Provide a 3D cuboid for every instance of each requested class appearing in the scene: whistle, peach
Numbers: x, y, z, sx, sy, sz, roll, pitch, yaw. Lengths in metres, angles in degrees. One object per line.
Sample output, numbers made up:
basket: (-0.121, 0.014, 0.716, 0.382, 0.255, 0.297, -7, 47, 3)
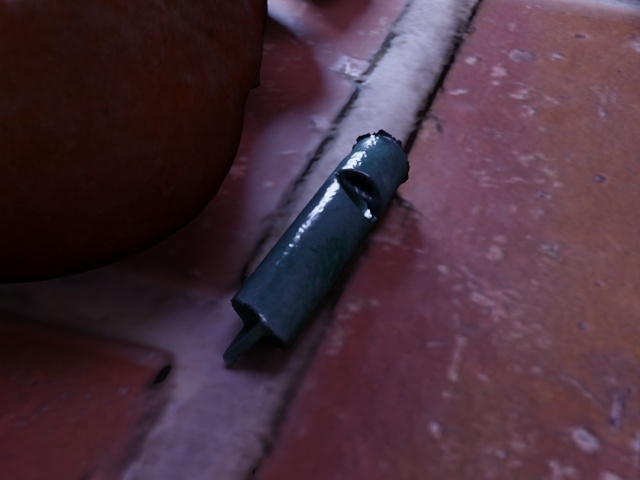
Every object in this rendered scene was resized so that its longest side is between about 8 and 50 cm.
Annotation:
whistle: (0.000, 0.000, 0.636, 0.039, 0.039, 0.186, 16, 35, 16)
peach: (-0.144, -0.100, 0.590, 0.252, 0.253, 0.252, 4, 34, -3)
